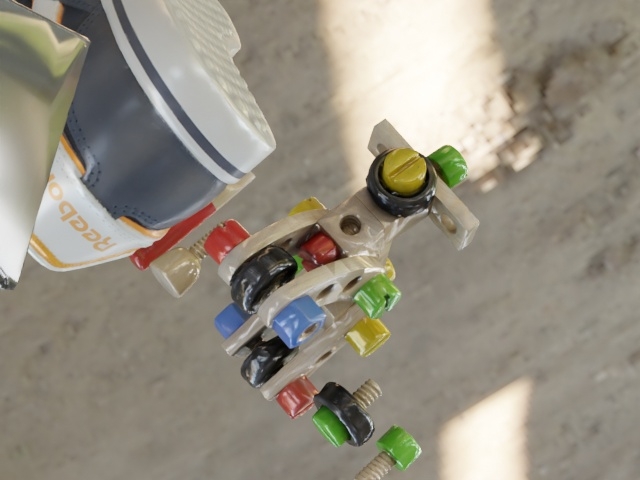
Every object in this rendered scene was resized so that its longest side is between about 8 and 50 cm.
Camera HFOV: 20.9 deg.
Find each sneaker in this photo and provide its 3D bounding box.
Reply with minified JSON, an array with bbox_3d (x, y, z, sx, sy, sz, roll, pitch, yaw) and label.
[{"bbox_3d":[-0.114,-0.092,0.876,0.127,0.321,0.126,-37,113,8],"label":"sneaker"}]

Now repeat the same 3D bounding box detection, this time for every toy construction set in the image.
[{"bbox_3d":[0.000,0.000,1.502,0.237,0.309,0.257,-41,139,-16],"label":"toy construction set"}]

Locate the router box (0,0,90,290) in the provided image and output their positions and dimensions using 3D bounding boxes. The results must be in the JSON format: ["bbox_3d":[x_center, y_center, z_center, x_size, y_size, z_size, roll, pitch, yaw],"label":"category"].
[{"bbox_3d":[-0.224,-0.068,0.383,0.309,0.243,0.081,19,88,-75],"label":"router box"}]
